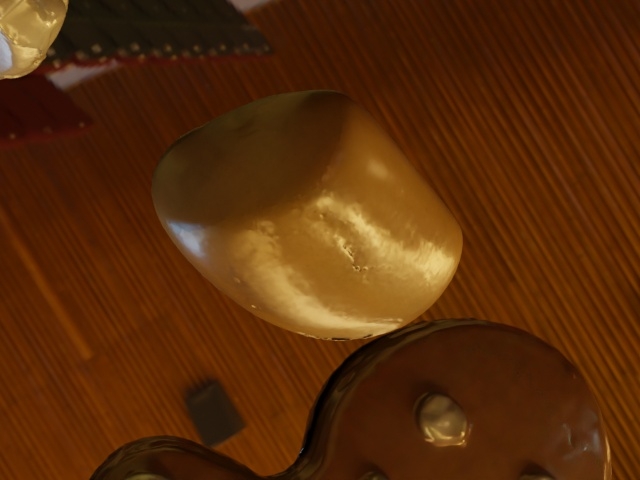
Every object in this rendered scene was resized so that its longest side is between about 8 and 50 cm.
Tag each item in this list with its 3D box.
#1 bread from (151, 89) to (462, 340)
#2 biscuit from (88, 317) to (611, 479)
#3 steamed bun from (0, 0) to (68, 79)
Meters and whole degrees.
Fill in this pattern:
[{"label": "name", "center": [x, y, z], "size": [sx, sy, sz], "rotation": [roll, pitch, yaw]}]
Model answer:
[{"label": "bread", "center": [0.000, 0.000, 0.650], "size": [0.147, 0.098, 0.217], "rotation": [-23, 152, 21]}, {"label": "biscuit", "center": [-0.014, 0.169, 0.401], "size": [0.340, 0.216, 0.047], "rotation": [-46, -178, -8]}, {"label": "steamed bun", "center": [-0.285, -0.223, 0.905], "size": [0.106, 0.183, 0.183], "rotation": [-58, -167, -25]}]
